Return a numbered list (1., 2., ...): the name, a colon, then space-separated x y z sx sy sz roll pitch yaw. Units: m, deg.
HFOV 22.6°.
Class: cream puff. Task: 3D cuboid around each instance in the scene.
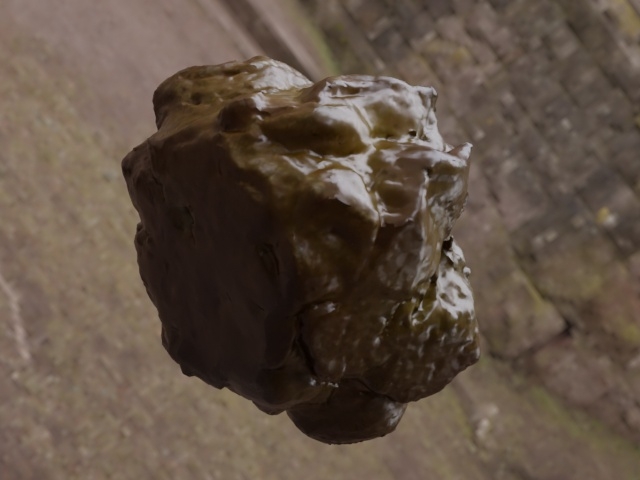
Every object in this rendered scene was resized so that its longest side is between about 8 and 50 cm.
1. cream puff: 0.000 0.000 0.480 0.094 0.116 0.122 -13 80 -34
